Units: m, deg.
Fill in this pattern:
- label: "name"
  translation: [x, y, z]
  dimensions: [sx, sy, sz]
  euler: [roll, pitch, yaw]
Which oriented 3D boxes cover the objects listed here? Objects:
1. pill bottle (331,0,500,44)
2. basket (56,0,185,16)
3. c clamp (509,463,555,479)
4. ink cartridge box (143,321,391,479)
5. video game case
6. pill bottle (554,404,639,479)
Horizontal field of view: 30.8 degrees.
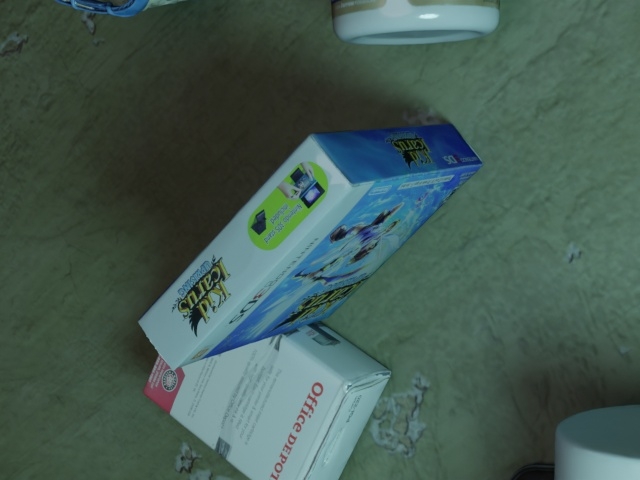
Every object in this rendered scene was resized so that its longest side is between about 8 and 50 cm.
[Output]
- label: "pill bottle"
  translation: [0.081, -0.314, 1.042]
  dimensions: [0.153, 0.153, 0.265]
  euler: [1, 95, 32]
- label: "basket"
  translation: [-0.237, -0.334, 1.157]
  dimensions: [0.254, 0.289, 0.201]
  euler: [28, 104, 30]
- label: "c clamp"
  translation: [0.233, 0.275, 1.084]
  dimensions: [0.160, 0.022, 0.137]
  euler: [-11, 83, 33]
- label: "ink cartridge box"
  translation: [-0.058, 0.148, 1.208]
  dimensions: [0.218, 0.092, 0.159]
  euler: [34, 111, 27]
- label: "video game case"
  translation: [0.000, 0.000, 1.053]
  dimensions: [0.244, 0.269, 0.061]
  euler: [-45, 74, 27]
- label: "pill bottle"
  translation: [0.285, 0.344, 0.934]
  dimensions: [0.224, 0.224, 0.392]
  euler: [1, 95, 32]
